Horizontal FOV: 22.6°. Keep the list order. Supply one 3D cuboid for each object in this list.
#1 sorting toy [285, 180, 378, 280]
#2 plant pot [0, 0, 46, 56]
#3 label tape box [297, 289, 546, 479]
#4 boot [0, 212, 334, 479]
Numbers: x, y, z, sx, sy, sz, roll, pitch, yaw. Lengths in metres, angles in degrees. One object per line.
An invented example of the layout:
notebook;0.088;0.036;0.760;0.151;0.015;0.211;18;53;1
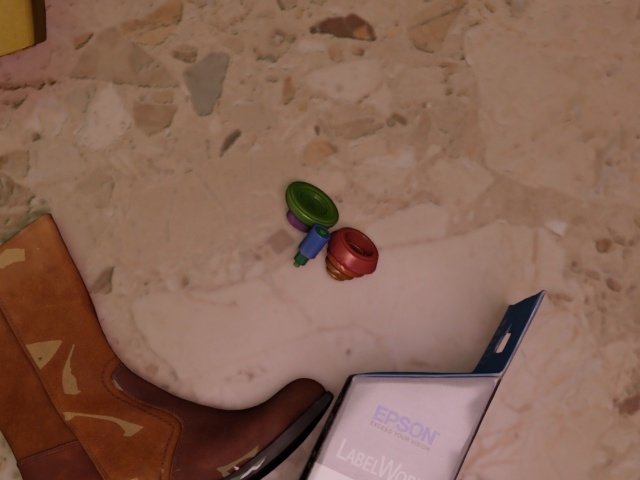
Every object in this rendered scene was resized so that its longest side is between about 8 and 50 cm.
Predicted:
sorting toy;0.000;0.000;1.342;0.102;0.061;0.042;44;121;9
plant pot;-0.323;-0.222;1.279;0.212;0.212;0.187;-19;100;-2
label tape box;0.045;0.175;1.234;0.106;0.240;0.333;25;86;2
boot;-0.161;0.102;1.327;0.264;0.096;0.280;-33;80;5
